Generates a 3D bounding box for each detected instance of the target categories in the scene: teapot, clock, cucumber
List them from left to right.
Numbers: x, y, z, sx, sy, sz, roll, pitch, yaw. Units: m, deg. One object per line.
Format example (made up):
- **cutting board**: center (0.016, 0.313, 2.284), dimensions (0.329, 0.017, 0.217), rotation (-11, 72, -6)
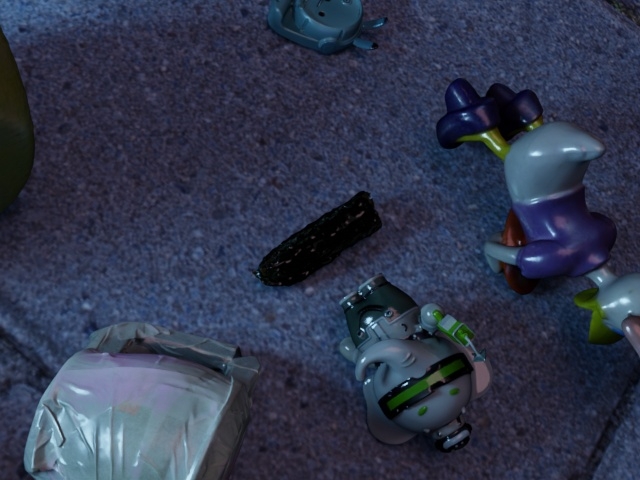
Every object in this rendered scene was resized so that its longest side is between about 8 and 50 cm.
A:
- **teapot**: center (-0.154, 0.149, 0.790), dimensions (0.178, 0.163, 0.222), rotation (22, 58, 3)
- **cucumber**: center (0.000, 0.000, 0.989), dimensions (0.181, 0.053, 0.053), rotation (-31, 75, -27)
- **clock**: center (0.012, -0.292, 1.156), dimensions (0.147, 0.045, 0.108), rotation (25, 59, -4)

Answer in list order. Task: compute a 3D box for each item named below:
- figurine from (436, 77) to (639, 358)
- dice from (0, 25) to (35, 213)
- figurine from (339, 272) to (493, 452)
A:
- **figurine**: center (0.289, -0.019, 1.009), dimensions (0.154, 0.193, 0.421), rotation (-19, 74, -30)
- **dice**: center (-0.413, -0.127, 0.814), dimensions (0.226, 0.233, 0.238), rotation (-29, 75, -30)
- **figurine**: center (0.092, 0.127, 0.912), dimensions (0.147, 0.126, 0.192), rotation (-34, 81, 6)
